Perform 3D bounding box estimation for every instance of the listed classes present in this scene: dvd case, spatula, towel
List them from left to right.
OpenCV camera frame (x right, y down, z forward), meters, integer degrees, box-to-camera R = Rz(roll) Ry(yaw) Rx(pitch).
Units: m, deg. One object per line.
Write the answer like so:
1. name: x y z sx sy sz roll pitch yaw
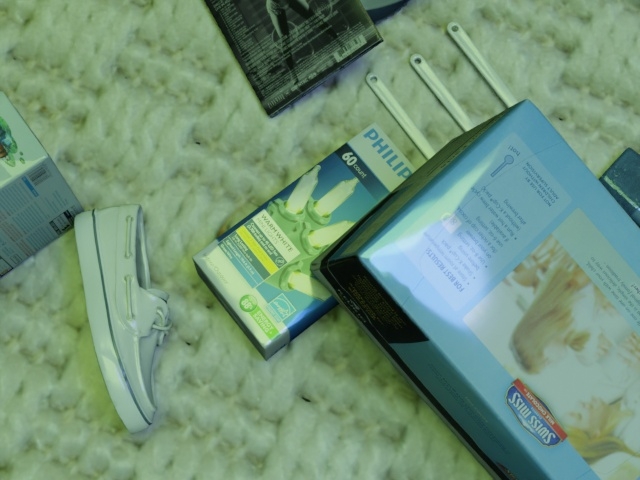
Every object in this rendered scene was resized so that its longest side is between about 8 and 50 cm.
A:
1. dvd case: -0.045 -0.283 1.278 0.164 0.018 0.221 -33 76 15
2. spatula: 0.178 -0.140 1.274 0.168 0.019 0.242 -34 76 -4
3. towel: 0.383 -0.048 1.242 0.067 0.029 0.119 -43 79 -12

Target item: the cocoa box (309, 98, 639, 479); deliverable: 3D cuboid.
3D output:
1. cocoa box: 0.199 0.076 1.057 0.231 0.228 0.347 -42 94 -12

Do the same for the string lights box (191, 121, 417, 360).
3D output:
1. string lights box: 0.000 0.000 1.196 0.259 0.077 0.133 -38 77 -11

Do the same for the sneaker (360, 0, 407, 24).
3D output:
1. sneaker: 0.115 -0.369 1.278 0.319 0.131 0.112 -33 76 -6

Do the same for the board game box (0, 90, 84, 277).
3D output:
1. board game box: -0.412 -0.001 1.114 0.303 0.224 0.097 -37 78 -11

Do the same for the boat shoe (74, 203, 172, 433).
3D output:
1. boat shoe: -0.205 0.077 1.161 0.084 0.095 0.258 -15 75 -1
